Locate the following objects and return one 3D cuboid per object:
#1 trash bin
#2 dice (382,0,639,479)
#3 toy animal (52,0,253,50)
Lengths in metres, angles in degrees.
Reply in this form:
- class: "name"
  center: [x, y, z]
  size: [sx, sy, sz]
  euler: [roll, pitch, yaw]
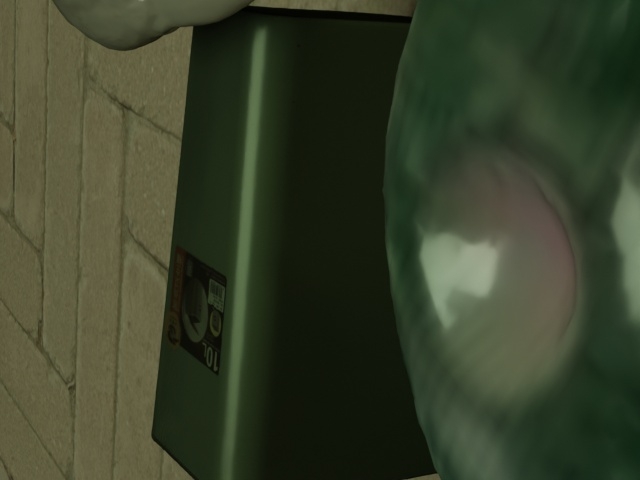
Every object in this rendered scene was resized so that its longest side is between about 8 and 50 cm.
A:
- class: "trash bin"
  center: [0.000, 0.000, 0.867]
  size: [0.158, 0.222, 0.344]
  euler: [22, 113, 56]
- class: "dice"
  center: [0.241, -0.016, 0.343]
  size: [0.328, 0.330, 0.348]
  euler: [54, 137, 39]
- class: "toy animal"
  center: [-0.029, -0.256, 0.725]
  size: [0.357, 0.194, 0.258]
  euler: [-47, 44, 3]
